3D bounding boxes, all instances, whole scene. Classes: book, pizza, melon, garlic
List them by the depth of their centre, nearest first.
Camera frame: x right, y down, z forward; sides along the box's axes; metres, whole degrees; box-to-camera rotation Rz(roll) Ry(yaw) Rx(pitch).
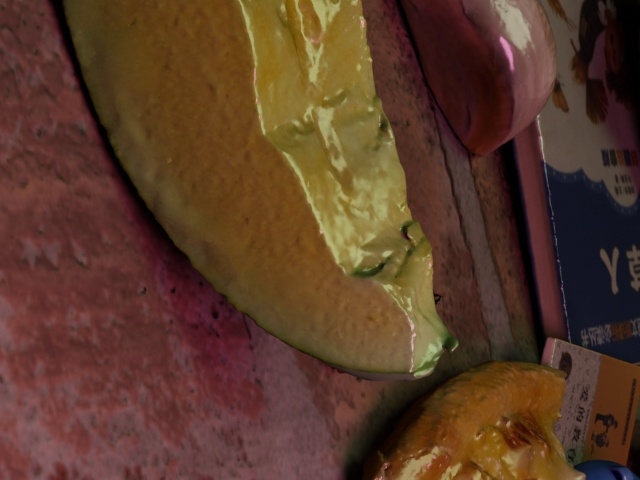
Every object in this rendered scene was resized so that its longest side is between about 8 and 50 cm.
[{"bbox_3d":[-0.027,-0.063,1.154,0.196,0.124,0.323,-20,91,-40],"label":"melon"},{"bbox_3d":[0.156,0.221,1.372,0.288,0.075,0.280,61,32,-5],"label":"pizza"},{"bbox_3d":[0.124,-0.157,1.494,0.195,0.101,0.087,61,34,-23],"label":"garlic"},{"bbox_3d":[0.211,0.147,1.556,0.172,0.012,0.118,19,81,-55],"label":"book"},{"bbox_3d":[0.238,-0.101,1.696,0.300,0.039,0.428,-5,86,-60],"label":"book"}]

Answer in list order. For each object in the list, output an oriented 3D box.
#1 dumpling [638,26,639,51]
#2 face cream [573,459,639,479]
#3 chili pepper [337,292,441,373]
[{"bbox_3d":[0.354,-0.126,1.750,0.318,0.187,0.243,16,107,-51],"label":"dumpling"},{"bbox_3d":[0.230,0.299,1.480,0.149,0.083,0.264,1,75,-44],"label":"face cream"},{"bbox_3d":[-0.004,0.003,1.259,0.169,0.065,0.088,49,65,-26],"label":"chili pepper"}]
